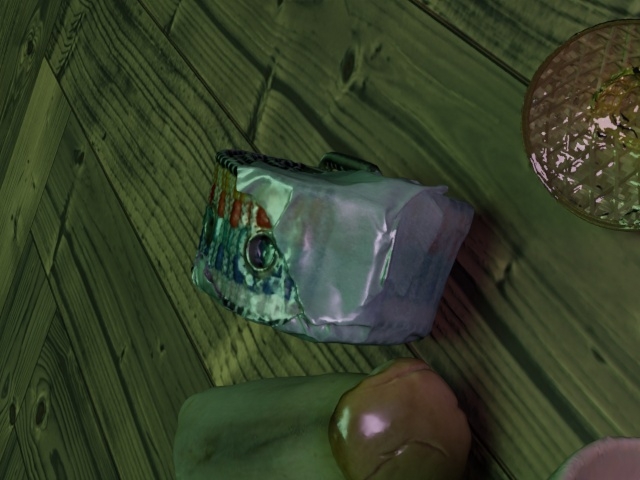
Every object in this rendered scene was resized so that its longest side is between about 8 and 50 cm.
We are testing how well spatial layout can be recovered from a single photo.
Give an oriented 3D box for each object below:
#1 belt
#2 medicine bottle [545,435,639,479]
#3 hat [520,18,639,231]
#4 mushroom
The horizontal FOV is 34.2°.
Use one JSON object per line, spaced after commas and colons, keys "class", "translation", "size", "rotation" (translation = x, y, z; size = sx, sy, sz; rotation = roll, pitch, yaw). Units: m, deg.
{"class": "belt", "translation": [0.000, 0.000, 0.883], "size": [0.257, 0.207, 0.150], "rotation": [-153, 74, -65]}
{"class": "medicine bottle", "translation": [0.111, 0.325, 0.583], "size": [0.406, 0.235, 0.236], "rotation": [-58, 38, 30]}
{"class": "hat", "translation": [0.216, -0.085, 0.712], "size": [0.146, 0.067, 0.146], "rotation": [11, 117, 23]}
{"class": "mushroom", "translation": [-0.023, 0.195, 0.935], "size": [0.407, 0.137, 0.154], "rotation": [-23, 49, 60]}
